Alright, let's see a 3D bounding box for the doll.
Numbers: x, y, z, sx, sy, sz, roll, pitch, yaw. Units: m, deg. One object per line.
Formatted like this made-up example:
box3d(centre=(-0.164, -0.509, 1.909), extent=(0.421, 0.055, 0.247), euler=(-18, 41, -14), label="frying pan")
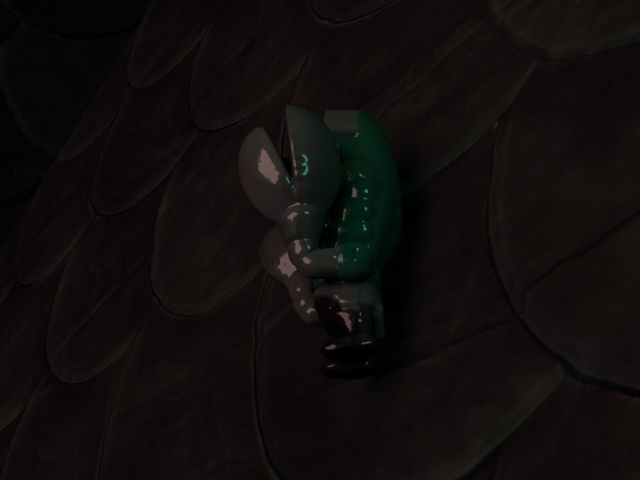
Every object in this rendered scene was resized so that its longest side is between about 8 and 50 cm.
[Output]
box3d(centre=(0.001, -0.017, 0.814), extent=(0.258, 0.153, 0.195), euler=(-94, 7, -62), label="doll")
